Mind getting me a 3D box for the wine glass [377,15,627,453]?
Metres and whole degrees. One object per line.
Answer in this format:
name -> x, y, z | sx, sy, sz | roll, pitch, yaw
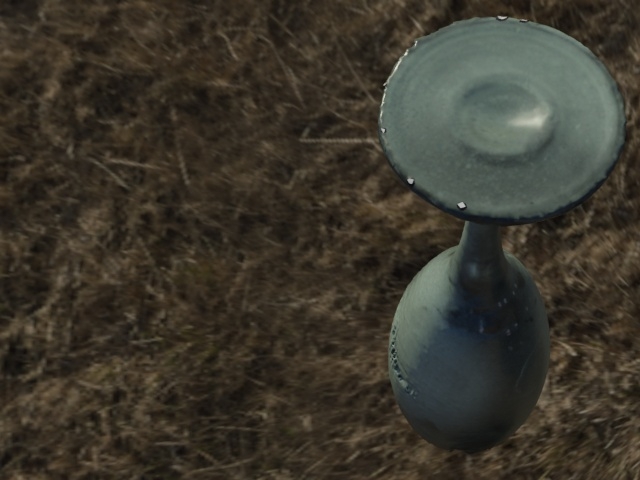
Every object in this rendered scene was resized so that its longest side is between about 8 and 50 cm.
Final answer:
wine glass -> 0.000, 0.000, 0.606 | 0.264, 0.309, 0.096 | 15, 65, 11
